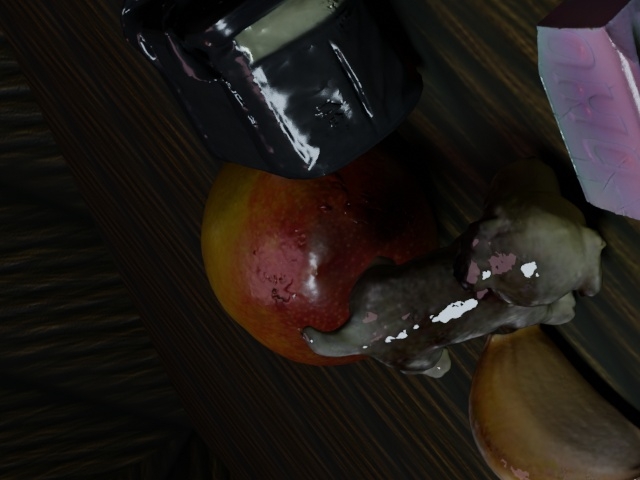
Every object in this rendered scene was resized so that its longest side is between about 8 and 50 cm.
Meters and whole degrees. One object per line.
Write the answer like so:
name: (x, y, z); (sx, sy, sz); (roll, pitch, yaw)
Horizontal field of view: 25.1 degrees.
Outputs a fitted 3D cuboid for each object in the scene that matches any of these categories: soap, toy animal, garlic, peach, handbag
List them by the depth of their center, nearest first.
soap: (0.185, -0.089, 0.873); (0.100, 0.056, 0.149); (24, 143, 59)
toy animal: (0.116, 0.027, 1.108); (0.169, 0.233, 0.121); (-6, -110, -63)
handbag: (-0.042, -0.166, 1.193); (0.181, 0.181, 0.254); (57, 165, -24)
garlic: (0.213, 0.167, 1.202); (0.207, 0.128, 0.115); (35, 177, 39)
peach: (0.000, 0.000, 1.328); (0.231, 0.231, 0.231); (51, 163, 23)
